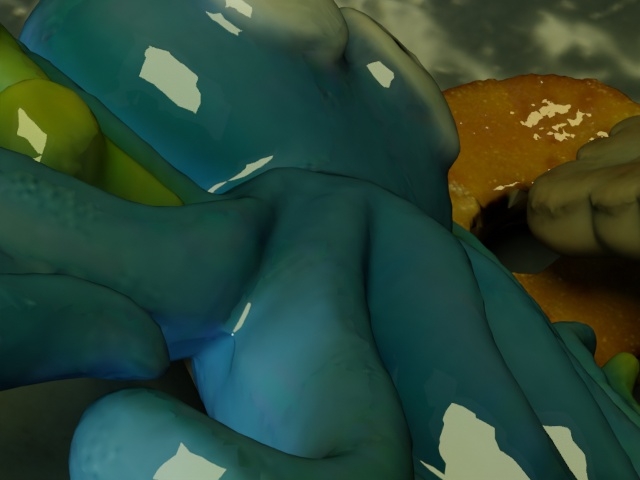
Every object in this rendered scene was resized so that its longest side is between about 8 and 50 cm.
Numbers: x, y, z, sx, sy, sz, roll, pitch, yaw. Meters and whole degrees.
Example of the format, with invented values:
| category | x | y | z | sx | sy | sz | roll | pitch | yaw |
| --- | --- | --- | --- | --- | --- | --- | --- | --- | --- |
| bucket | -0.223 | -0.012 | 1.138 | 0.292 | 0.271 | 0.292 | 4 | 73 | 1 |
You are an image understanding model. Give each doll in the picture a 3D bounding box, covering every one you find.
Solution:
| category | x | y | z | sx | sy | sz | roll | pitch | yaw |
| --- | --- | --- | --- | --- | --- | --- | --- | --- | --- |
| doll | 0.000 | 0.000 | 0.459 | 0.099 | 0.346 | 0.341 | -57 | 41 | 14 |

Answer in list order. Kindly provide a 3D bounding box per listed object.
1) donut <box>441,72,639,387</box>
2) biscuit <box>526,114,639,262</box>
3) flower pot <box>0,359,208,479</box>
| category | x | y | z | sx | sy | sz | roll | pitch | yaw |
| --- | --- | --- | --- | --- | --- | --- | --- | --- | --- |
| donut | 0.074 | 0.007 | 0.671 | 0.152 | 0.058 | 0.152 | -2 | 56 | 3 |
| biscuit | 0.242 | -0.072 | 0.617 | 0.325 | 0.044 | 0.217 | -32 | 16 | -33 |
| flower pot | -0.117 | 0.102 | 0.520 | 0.290 | 0.290 | 0.259 | -16 | 44 | -5 |
